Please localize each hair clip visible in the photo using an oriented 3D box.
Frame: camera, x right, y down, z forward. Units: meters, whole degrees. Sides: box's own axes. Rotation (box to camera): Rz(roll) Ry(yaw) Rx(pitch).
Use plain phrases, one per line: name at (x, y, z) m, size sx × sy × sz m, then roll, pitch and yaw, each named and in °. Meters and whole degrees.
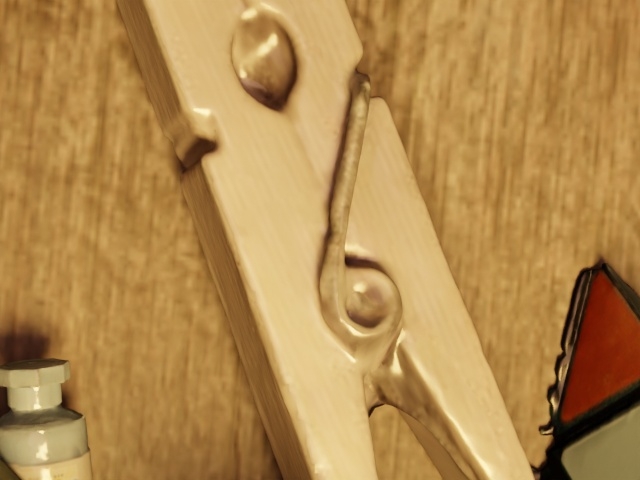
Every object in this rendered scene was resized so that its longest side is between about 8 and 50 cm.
hair clip at (0.001, -0.001, 0.809) m, size 0.101 × 0.085 × 0.330 m, roll -20°, pitch 91°, yaw -10°

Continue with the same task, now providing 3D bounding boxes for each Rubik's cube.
Rubik's cube at (0.158, 0.213, 0.848) m, size 0.234 × 0.284 × 0.250 m, roll -44°, pitch 130°, yaw 13°

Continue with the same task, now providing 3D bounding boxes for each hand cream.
hand cream at (-0.118, 0.137, 0.812) m, size 0.065 × 0.043 × 0.170 m, roll -4°, pitch 93°, yaw -4°

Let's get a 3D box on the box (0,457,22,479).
box at (-0.229, 0.184, 0.773) m, size 0.270 × 0.045 × 0.211 m, roll -40°, pitch 95°, yaw 4°
